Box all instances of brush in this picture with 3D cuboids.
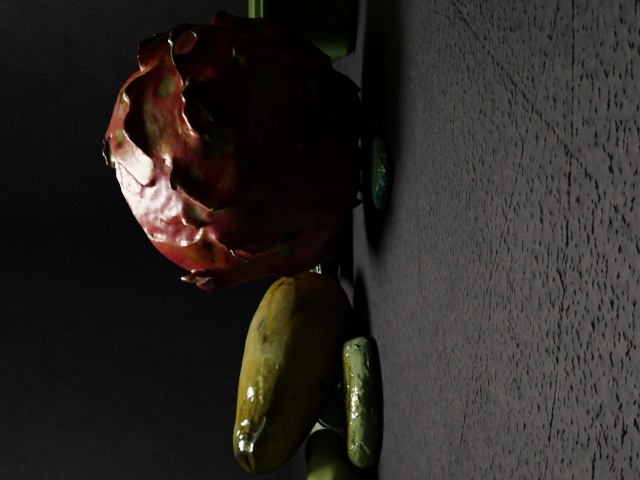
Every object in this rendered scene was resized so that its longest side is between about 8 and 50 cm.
[{"bbox_3d":[0.072,-0.126,1.098,0.070,0.021,0.196,94,176,-47],"label":"brush"}]

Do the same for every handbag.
[{"bbox_3d":[0.002,-0.039,1.494,0.211,0.088,0.255,74,-165,-88],"label":"handbag"}]

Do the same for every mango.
[{"bbox_3d":[-0.042,0.198,1.287,0.176,0.175,0.330,45,-131,-51],"label":"mango"}]

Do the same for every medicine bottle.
[{"bbox_3d":[0.016,0.316,1.442,0.218,0.073,0.074,95,173,-62],"label":"medicine bottle"}]

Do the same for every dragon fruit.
[{"bbox_3d":[-0.085,-0.131,1.142,0.249,0.370,0.387,-22,56,60],"label":"dragon fruit"}]

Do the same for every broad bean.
[{"bbox_3d":[0.027,0.342,1.209,0.124,0.082,0.174,60,-171,-11],"label":"broad bean"}]

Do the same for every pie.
[{"bbox_3d":[0.052,0.225,1.189,0.187,0.041,0.187,179,90,-85],"label":"pie"}]

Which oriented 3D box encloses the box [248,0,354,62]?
[{"bbox_3d":[-0.037,-0.415,1.471,0.329,0.177,0.253,-108,20,-79],"label":"box"}]
